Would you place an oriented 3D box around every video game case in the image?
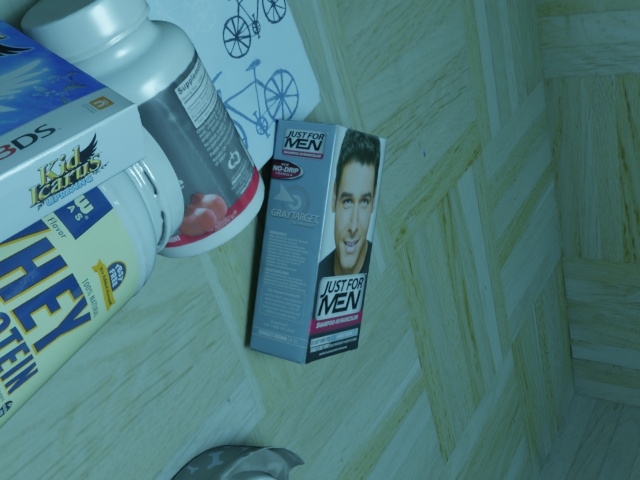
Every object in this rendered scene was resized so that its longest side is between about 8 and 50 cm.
[{"bbox_3d":[-0.324,-0.091,0.580,0.244,0.269,0.061,-39,148,-34],"label":"video game case"}]

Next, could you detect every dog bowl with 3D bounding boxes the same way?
[{"bbox_3d":[-0.141,0.483,1.113,0.348,0.102,0.349,-13,106,-53],"label":"dog bowl"}]

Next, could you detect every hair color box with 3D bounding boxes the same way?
[{"bbox_3d":[0.000,0.000,1.196,0.185,0.113,0.375,-1,100,-60],"label":"hair color box"}]

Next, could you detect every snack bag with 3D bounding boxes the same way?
[{"bbox_3d":[-0.132,-0.268,1.060,0.323,0.037,0.343,-53,136,-37],"label":"snack bag"}]

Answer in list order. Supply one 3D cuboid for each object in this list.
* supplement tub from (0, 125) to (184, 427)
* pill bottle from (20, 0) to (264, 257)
[{"bbox_3d":[-0.308,0.018,0.682,0.325,0.235,0.236,-51,134,-38],"label":"supplement tub"},{"bbox_3d":[-0.205,-0.146,0.854,0.176,0.176,0.319,-56,137,-33],"label":"pill bottle"}]
